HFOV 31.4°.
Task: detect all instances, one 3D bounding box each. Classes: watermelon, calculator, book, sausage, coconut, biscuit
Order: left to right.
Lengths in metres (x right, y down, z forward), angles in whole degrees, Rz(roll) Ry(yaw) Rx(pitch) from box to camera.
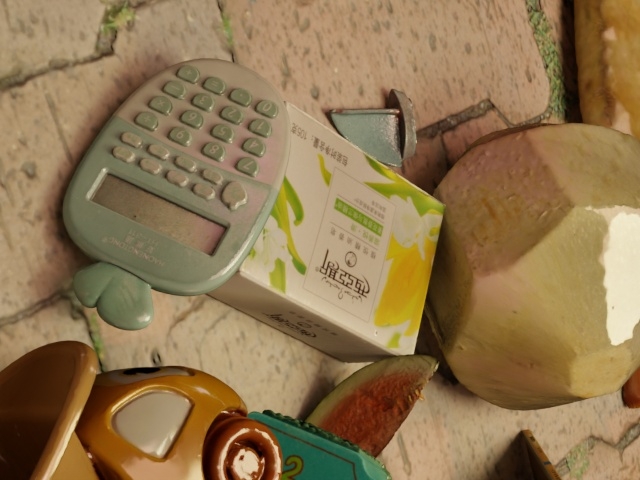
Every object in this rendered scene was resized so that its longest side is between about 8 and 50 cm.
[{"bbox_3d":[-0.137,-0.048,1.082,0.184,0.042,0.295,25,67,6],"label":"calculator"},{"bbox_3d":[0.033,0.213,1.203,0.245,0.119,0.063,-48,116,-7],"label":"watermelon"},{"bbox_3d":[0.279,0.042,1.344,0.352,0.352,0.352,7,80,-42],"label":"coconut"},{"bbox_3d":[0.293,0.343,1.393,0.018,0.241,0.170,-15,96,2],"label":"book"},{"bbox_3d":[0.469,0.184,1.675,0.041,0.039,0.131,23,70,-46],"label":"sausage"},{"bbox_3d":[0.528,-0.212,1.738,0.429,0.104,0.446,11,75,-43],"label":"biscuit"}]

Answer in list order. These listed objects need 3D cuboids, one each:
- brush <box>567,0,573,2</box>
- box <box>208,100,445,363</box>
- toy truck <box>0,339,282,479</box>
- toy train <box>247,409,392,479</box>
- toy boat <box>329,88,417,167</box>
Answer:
[{"bbox_3d":[0.322,-0.425,1.631,0.070,0.021,0.196,-49,117,-33],"label":"brush"},{"bbox_3d":[0.000,0.000,1.221,0.260,0.111,0.194,30,65,-38],"label":"box"},{"bbox_3d":[-0.190,0.214,0.953,0.211,0.204,0.288,45,58,-26],"label":"toy truck"},{"bbox_3d":[-0.027,0.259,1.101,0.163,0.203,0.112,-66,157,-12],"label":"toy train"},{"bbox_3d":[0.057,-0.132,1.350,0.122,0.034,0.096,-7,89,-34],"label":"toy boat"}]
